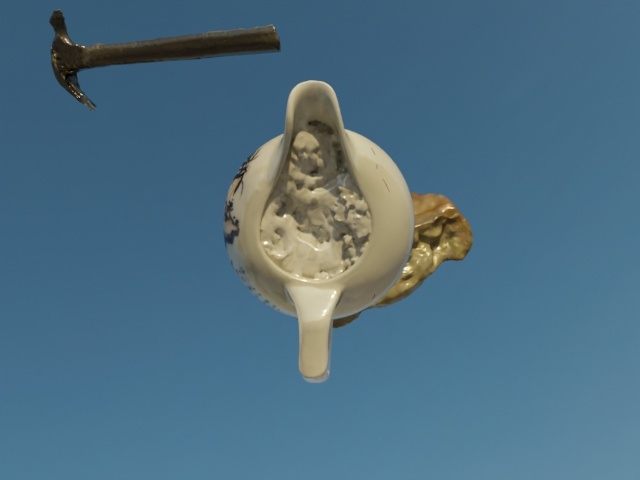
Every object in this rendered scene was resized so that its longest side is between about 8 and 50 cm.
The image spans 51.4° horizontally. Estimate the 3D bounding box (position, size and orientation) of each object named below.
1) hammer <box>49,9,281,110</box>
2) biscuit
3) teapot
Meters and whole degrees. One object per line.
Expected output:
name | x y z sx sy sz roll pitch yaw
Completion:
hammer | -0.191 -0.231 0.807 0.297 0.027 0.125 -3 -76 11
biscuit | 0.061 0.018 0.927 0.274 0.213 0.091 -27 -63 -9
teapot | 0.000 0.000 0.716 0.208 0.300 0.166 -2 -10 -7
